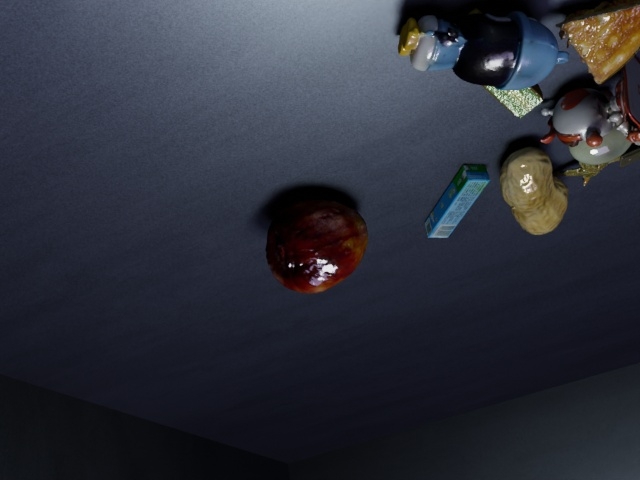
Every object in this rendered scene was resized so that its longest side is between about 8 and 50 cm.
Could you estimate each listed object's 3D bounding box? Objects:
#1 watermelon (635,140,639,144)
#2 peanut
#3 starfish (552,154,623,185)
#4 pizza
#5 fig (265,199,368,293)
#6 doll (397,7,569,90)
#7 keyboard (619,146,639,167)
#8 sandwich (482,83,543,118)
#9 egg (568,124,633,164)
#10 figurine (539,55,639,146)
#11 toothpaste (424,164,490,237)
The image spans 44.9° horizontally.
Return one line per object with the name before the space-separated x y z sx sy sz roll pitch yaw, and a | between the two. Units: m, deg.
watermelon | 0.762 -0.302 1.711 0.154 0.094 0.241 6 151 -14
peanut | 0.520 -0.120 1.893 0.149 0.149 0.313 -22 144 20
starfish | 0.681 -0.194 1.904 0.176 0.053 0.208 -13 158 -14
pizza | 0.536 -0.406 1.472 0.193 0.053 0.201 14 133 -26
fig | -0.007 0.004 1.878 0.263 0.224 0.224 -25 151 -7
doll | 0.304 -0.354 1.421 0.314 0.141 0.177 7 180 -7
keyboard | 0.793 -0.219 1.895 0.129 0.015 0.049 -25 154 2
sandwich | 0.383 -0.311 1.578 0.116 0.074 0.074 13 142 -35
egg | 0.635 -0.231 1.748 0.152 0.114 0.114 -22 150 -2
figurine | 0.575 -0.264 1.640 0.226 0.183 0.160 -19 142 41
toothpaste | 0.343 -0.094 1.964 0.065 0.050 0.266 1 149 -16
